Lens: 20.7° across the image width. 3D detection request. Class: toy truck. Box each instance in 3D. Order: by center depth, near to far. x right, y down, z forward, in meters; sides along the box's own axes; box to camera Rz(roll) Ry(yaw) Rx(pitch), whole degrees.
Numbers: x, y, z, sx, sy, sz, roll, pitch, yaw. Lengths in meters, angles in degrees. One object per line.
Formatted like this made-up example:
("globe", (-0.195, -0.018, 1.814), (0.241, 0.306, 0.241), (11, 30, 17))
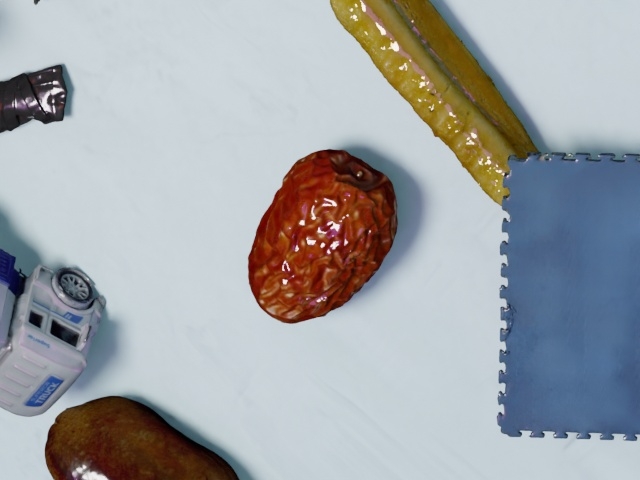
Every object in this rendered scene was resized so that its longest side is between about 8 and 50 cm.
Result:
("toy truck", (-0.349, 0.071, 1.695), (0.268, 0.155, 0.124), (30, 122, -22))

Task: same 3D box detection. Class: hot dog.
("hot dog", (0.095, -0.143, 1.503), (0.061, 0.088, 0.286), (-37, 89, 35))

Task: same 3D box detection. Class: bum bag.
("bum bag", (-0.299, -0.134, 1.709), (0.124, 0.034, 0.058), (-13, 90, 27))

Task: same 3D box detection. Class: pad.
("pad", (0.285, 0.053, 1.491), (0.269, 0.012, 0.270), (3, 111, 6))

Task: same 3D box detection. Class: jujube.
("jujube", (0.000, 0.000, 1.590), (0.176, 0.109, 0.112), (-59, 44, 37))

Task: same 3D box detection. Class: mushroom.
("mushroom", (-0.183, 0.283, 1.780), (0.227, 0.148, 0.217), (40, 139, 17))

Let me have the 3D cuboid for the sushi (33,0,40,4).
("sushi", (-0.336, -0.276, 1.617), (0.291, 0.139, 0.131), (12, 121, 18))
